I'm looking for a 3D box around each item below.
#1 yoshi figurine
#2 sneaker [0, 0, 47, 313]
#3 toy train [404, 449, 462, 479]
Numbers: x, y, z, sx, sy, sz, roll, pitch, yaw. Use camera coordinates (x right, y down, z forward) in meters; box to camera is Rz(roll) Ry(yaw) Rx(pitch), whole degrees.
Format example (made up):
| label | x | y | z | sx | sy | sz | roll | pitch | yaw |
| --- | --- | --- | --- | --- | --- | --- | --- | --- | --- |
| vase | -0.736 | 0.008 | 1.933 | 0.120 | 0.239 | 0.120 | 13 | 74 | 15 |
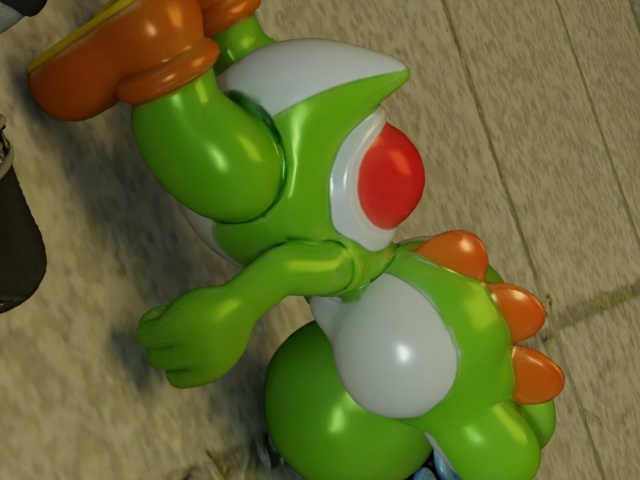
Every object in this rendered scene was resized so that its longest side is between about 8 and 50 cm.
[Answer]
| label | x | y | z | sx | sy | sz | roll | pitch | yaw |
| --- | --- | --- | --- | --- | --- | --- | --- | --- | --- |
| yoshi figurine | -0.022 | 0.017 | 1.004 | 0.362 | 0.203 | 0.203 | 51 | -15 | -11 |
| sneaker | -0.154 | -0.062 | 0.734 | 0.228 | 0.132 | 0.086 | 53 | 28 | -37 |
| toy train | 0.066 | 0.177 | 1.133 | 0.184 | 0.080 | 0.105 | -55 | 129 | -64 |
